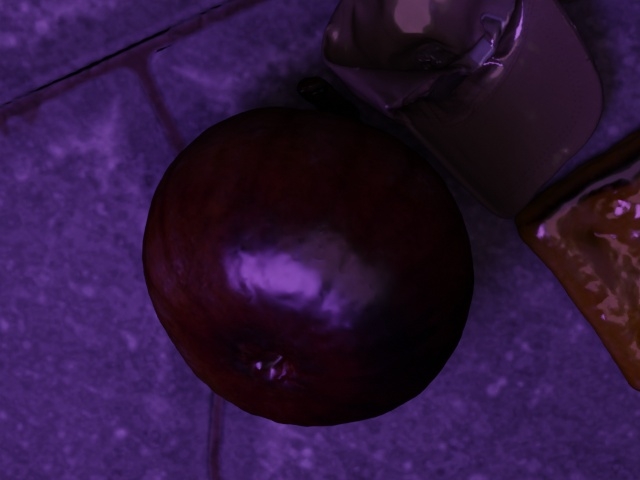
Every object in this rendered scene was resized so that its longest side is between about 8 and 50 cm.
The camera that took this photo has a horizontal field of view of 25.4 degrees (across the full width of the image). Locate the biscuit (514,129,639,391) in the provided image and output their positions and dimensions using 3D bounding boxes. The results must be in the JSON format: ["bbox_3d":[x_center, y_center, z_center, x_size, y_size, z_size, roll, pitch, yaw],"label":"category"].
[{"bbox_3d":[0.256,0.006,1.050,0.174,0.039,0.183,-32,102,7],"label":"biscuit"}]

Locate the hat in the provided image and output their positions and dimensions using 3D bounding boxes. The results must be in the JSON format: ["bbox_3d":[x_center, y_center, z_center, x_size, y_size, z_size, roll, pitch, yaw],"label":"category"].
[{"bbox_3d":[0.099,-0.112,1.013,0.166,0.144,0.173,-45,141,-16],"label":"hat"}]

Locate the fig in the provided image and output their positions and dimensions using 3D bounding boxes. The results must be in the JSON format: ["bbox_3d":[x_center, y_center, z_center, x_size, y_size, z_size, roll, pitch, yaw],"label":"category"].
[{"bbox_3d":[-0.003,0.015,0.972,0.235,0.214,0.235,11,116,25],"label":"fig"}]
